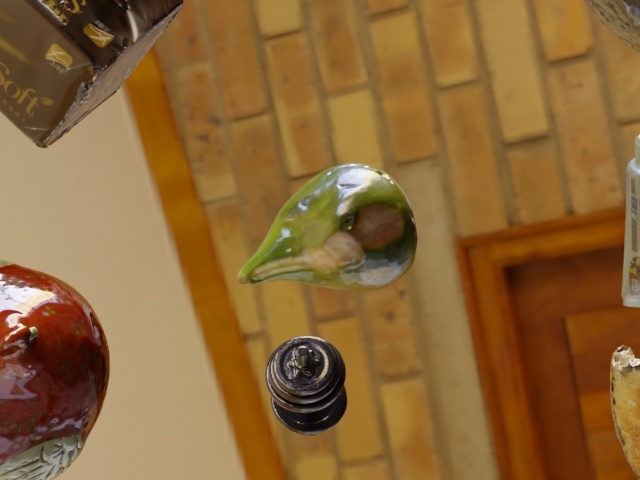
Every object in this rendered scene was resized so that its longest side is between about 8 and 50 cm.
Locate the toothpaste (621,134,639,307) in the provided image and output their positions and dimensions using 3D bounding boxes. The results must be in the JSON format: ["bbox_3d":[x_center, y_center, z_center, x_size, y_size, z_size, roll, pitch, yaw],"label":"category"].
[{"bbox_3d":[0.364,-0.014,1.714,0.037,0.067,0.255,-67,-25,-44],"label":"toothpaste"}]

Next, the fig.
[{"bbox_3d":[0.000,0.000,2.291,0.206,0.275,0.206,159,90,-84],"label":"fig"}]

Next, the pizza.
[{"bbox_3d":[0.261,0.143,1.107,0.036,0.099,0.160,-43,-68,-49],"label":"pizza"}]

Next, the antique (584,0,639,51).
[{"bbox_3d":[0.254,-0.308,1.412,0.284,0.150,0.125,37,-176,-27],"label":"antique"}]

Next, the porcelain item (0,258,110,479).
[{"bbox_3d":[-0.320,0.125,1.496,0.253,0.253,0.253,-12,-90,-68],"label":"porcelain item"}]

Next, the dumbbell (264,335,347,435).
[{"bbox_3d":[-0.017,0.178,1.896,0.208,0.099,0.099,85,-175,-62],"label":"dumbbell"}]

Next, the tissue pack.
[{"bbox_3d":[-0.371,-0.314,1.801,0.370,0.198,0.210,43,-135,-4],"label":"tissue pack"}]
